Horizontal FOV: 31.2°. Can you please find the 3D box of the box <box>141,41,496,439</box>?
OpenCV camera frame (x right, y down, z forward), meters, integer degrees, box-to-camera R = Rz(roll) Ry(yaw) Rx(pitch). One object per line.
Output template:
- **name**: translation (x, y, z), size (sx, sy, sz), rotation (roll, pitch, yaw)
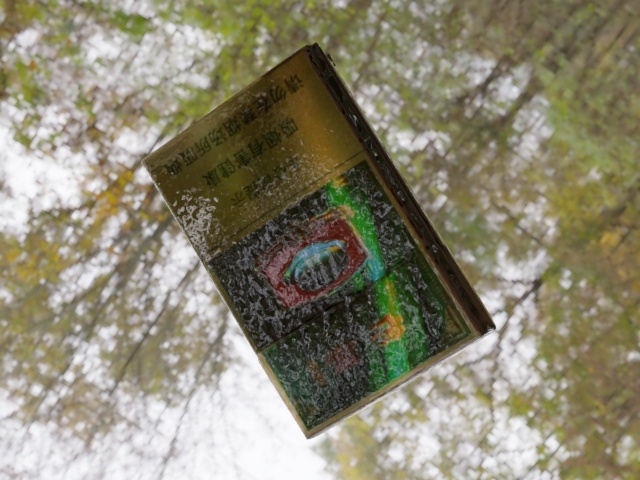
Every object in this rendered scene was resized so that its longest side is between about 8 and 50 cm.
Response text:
- **box**: translation (0.000, 0.000, 0.824), size (0.240, 0.159, 0.071), rotation (58, -167, 6)
